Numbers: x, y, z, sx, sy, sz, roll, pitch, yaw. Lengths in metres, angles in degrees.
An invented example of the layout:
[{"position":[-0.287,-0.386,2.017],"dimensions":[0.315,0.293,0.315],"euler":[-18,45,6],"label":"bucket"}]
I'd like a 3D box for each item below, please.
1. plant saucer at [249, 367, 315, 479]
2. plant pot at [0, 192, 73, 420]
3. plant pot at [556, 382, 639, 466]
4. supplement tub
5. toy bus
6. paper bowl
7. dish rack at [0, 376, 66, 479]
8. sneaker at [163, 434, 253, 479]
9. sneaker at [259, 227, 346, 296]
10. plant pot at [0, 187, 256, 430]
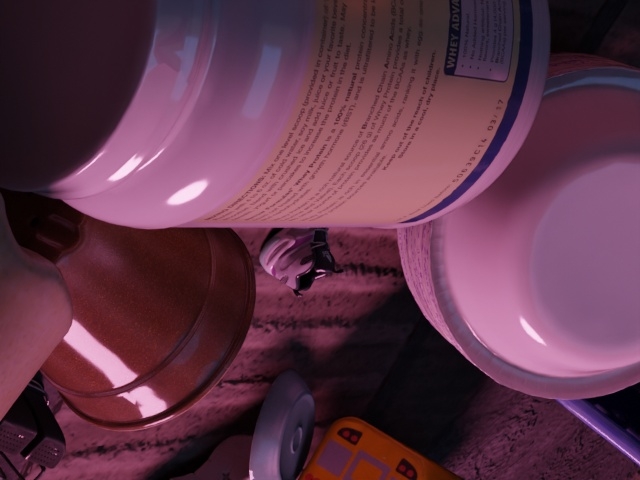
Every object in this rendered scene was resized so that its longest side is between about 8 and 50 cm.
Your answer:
[{"position":[-0.029,0.173,1.417],"dimensions":[0.119,0.021,0.119],"euler":[11,90,-71],"label":"plant saucer"},{"position":[-0.305,0.073,0.813],"dimensions":[0.305,0.334,0.334],"euler":[-47,149,-21],"label":"plant pot"},{"position":[0.318,0.077,1.550],"dimensions":[0.236,0.236,0.212],"euler":[-50,178,1],"label":"plant pot"},{"position":[-0.043,-0.124,0.939],"dimensions":[0.325,0.235,0.235],"euler":[0,126,-49],"label":"supplement tub"},{"position":[0.068,0.265,1.561],"dimensions":[0.130,0.108,0.333],"euler":[-60,160,-5],"label":"toy bus"},{"position":[0.217,-0.007,1.328],"dimensions":[0.284,0.148,0.284],"euler":[-4,106,-14],"label":"paper bowl"},{"position":[-0.318,0.194,1.121],"dimensions":[0.271,0.074,0.208],"euler":[-47,146,4],"label":"dish rack"},{"position":[-0.109,0.236,1.417],"dimensions":[0.158,0.061,0.065],"euler":[-30,150,-24],"label":"sneaker"},{"position":[0.000,0.000,1.274],"dimensions":[0.038,0.069,0.098],"euler":[4,122,-51],"label":"sneaker"},{"position":[-0.153,0.016,1.046],"dimensions":[0.167,0.167,0.165],"euler":[-46,139,-1],"label":"plant pot"}]
